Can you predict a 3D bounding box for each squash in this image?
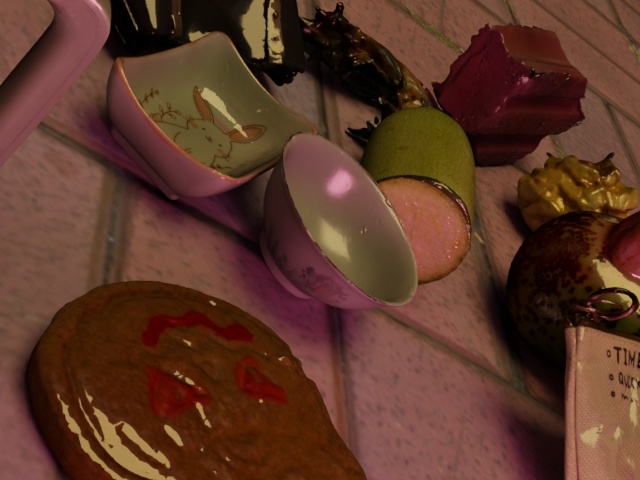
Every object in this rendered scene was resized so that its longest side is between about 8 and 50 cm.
[{"bbox_3d":[0.107,-0.069,1.313,0.132,0.132,0.247,38,30,-14],"label":"squash"}]

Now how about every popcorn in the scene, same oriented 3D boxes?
[{"bbox_3d":[0.342,-0.048,1.603,0.167,0.152,0.148,9,1,-41],"label":"popcorn"}]

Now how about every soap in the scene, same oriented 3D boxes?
[{"bbox_3d":[0.269,-0.195,1.647,0.289,0.182,0.112,-6,59,-53],"label":"soap"}]

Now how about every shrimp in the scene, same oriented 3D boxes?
[{"bbox_3d":[0.070,-0.172,1.479,0.289,0.075,0.178,34,31,-48],"label":"shrimp"}]

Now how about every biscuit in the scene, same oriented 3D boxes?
[{"bbox_3d":[-0.082,0.137,0.888,0.273,0.049,0.257,-2,54,-52],"label":"biscuit"}]

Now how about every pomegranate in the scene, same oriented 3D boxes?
[{"bbox_3d":[0.326,0.043,1.346,0.214,0.248,0.214,14,47,-15],"label":"pomegranate"}]

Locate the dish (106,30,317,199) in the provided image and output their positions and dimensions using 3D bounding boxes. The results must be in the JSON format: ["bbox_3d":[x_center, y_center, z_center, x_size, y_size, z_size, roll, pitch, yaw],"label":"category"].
[{"bbox_3d":[-0.112,-0.108,1.129,0.151,0.077,0.212,46,28,4],"label":"dish"}]

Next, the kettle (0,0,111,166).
[{"bbox_3d":[-0.283,-0.174,0.730,0.265,0.318,0.205,-5,56,-57],"label":"kettle"}]

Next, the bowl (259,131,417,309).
[{"bbox_3d":[0.000,0.000,1.122,0.189,0.086,0.189,40,29,-28],"label":"bowl"}]

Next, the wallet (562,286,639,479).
[{"bbox_3d":[0.347,0.217,1.232,0.335,0.068,0.275,22,70,-38],"label":"wallet"}]

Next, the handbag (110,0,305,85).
[{"bbox_3d":[-0.147,-0.310,1.290,0.342,0.152,0.288,1,63,-52],"label":"handbag"}]
